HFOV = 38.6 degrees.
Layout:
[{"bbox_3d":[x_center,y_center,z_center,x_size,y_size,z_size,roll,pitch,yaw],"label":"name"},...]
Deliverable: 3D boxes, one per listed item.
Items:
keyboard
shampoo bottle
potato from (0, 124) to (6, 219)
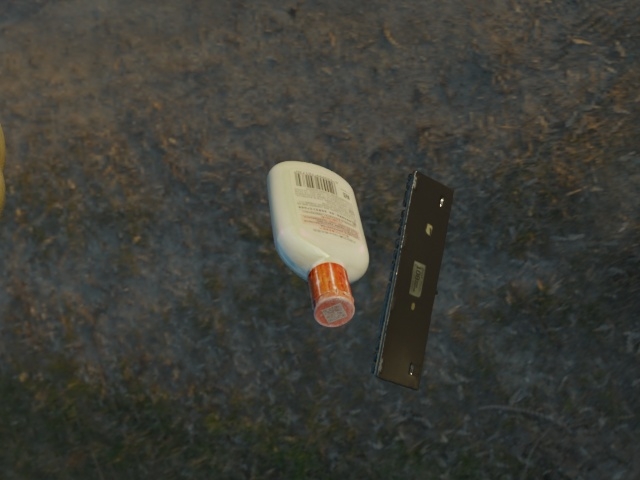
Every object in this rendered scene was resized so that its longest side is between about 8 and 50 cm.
[{"bbox_3d":[0.139,0.058,1.360,0.027,0.106,0.317,-3,69,46],"label":"keyboard"},{"bbox_3d":[0.000,0.000,0.959,0.051,0.108,0.221,-58,26,32],"label":"shampoo bottle"},{"bbox_3d":[-0.260,-0.008,0.333,0.191,0.296,0.141,29,132,51],"label":"potato"}]
